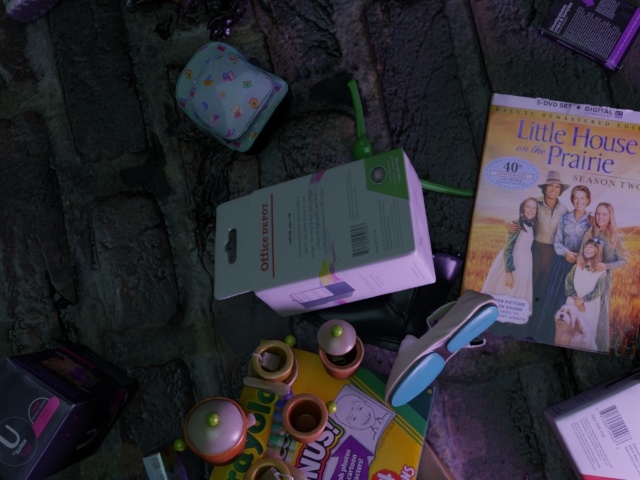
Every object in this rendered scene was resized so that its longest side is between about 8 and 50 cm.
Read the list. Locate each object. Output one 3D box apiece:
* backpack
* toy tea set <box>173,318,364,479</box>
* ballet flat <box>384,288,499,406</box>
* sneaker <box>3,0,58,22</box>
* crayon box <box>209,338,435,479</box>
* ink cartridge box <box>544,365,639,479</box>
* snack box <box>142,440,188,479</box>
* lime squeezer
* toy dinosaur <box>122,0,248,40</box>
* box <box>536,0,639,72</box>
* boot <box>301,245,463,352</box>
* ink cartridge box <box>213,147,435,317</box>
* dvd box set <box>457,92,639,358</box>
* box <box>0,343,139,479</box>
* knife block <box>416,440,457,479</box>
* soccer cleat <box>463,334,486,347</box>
[{"bbox_3d":[-0.167,-0.264,1.296,0.188,0.144,0.166,35,97,11],"label":"backpack"},{"bbox_3d":[-0.067,0.245,1.119,0.199,0.124,0.336,25,61,17],"label":"toy tea set"},{"bbox_3d":[0.188,0.171,1.187,0.248,0.086,0.086,-40,82,-5],"label":"ballet flat"},{"bbox_3d":[-0.508,-0.544,1.374,0.281,0.105,0.115,-29,83,5],"label":"sneaker"},{"bbox_3d":[-0.006,0.378,1.169,0.312,0.106,0.363,15,58,7],"label":"crayon box"},{"bbox_3d":[0.544,0.320,1.177,0.272,0.114,0.197,-26,82,6],"label":"ink cartridge box"},{"bbox_3d":[-0.267,0.441,1.280,0.037,0.100,0.141,-20,83,5],"label":"snack box"},{"bbox_3d":[0.129,-0.153,1.302,0.310,0.059,0.110,44,62,9],"label":"lime squeezer"},{"bbox_3d":[-0.228,-0.518,1.323,0.322,0.164,0.219,-38,65,25],"label":"toy dinosaur"},{"bbox_3d":[0.487,-0.389,1.276,0.162,0.029,0.116,31,90,7],"label":"box"},{"bbox_3d":[0.110,0.080,1.257,0.246,0.094,0.207,16,92,2],"label":"boot"},{"bbox_3d":[0.000,0.000,1.214,0.353,0.119,0.207,-14,58,18],"label":"ink cartridge box"},{"bbox_3d":[0.416,-0.028,1.243,0.307,0.062,0.421,10,88,8],"label":"dvd box set"},{"bbox_3d":[-0.456,0.292,1.228,0.143,0.270,0.165,33,91,9],"label":"box"},{"bbox_3d":[0.219,0.473,1.144,0.088,0.242,0.276,-38,82,2],"label":"knife block"},{"bbox_3d":[0.251,0.177,1.263,0.083,0.035,0.029,1,86,7],"label":"soccer cleat"}]
